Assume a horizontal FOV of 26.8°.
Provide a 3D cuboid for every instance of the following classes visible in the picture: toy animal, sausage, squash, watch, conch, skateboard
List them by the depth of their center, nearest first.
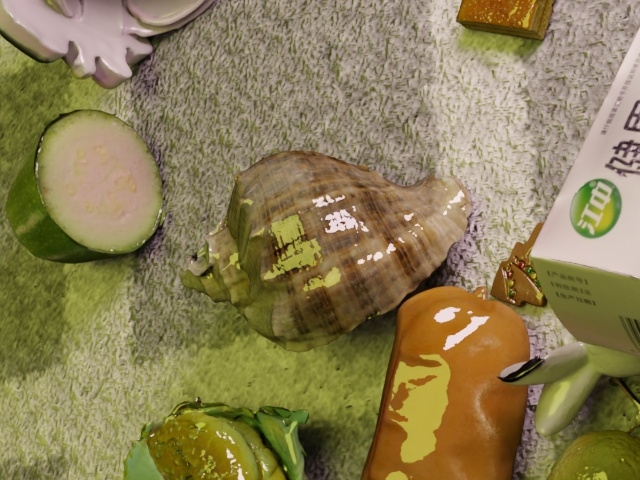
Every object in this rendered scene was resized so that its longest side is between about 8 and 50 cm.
[{"bbox_3d":[0.248,0.078,1.135,0.182,0.127,0.131,-14,109,31],"label":"toy animal"},{"bbox_3d":[0.249,0.164,1.175,0.083,0.032,0.064,-48,47,12],"label":"skateboard"},{"bbox_3d":[0.112,0.157,1.211,0.136,0.120,0.241,9,84,2],"label":"sausage"},{"bbox_3d":[-0.011,-0.012,1.296,0.291,0.210,0.159,-28,107,16],"label":"conch"},{"bbox_3d":[-0.229,-0.303,1.488,0.231,0.244,0.196,-36,60,30],"label":"watch"},{"bbox_3d":[-0.269,-0.048,1.508,0.123,0.170,0.170,-31,61,44],"label":"squash"}]

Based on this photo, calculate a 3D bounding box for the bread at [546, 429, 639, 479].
[{"bbox_3d":[0.265,0.207,1.112,0.149,0.065,0.187,35,102,23],"label":"bread"}]

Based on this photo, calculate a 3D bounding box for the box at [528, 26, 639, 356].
[{"bbox_3d":[0.319,-0.067,1.059,0.173,0.145,0.332,15,66,35],"label":"box"}]

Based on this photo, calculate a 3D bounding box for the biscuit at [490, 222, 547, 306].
[{"bbox_3d":[0.196,0.029,1.252,0.092,0.016,0.082,-26,65,24],"label":"biscuit"}]

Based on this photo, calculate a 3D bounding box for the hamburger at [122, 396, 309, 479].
[{"bbox_3d":[-0.093,0.248,1.319,0.235,0.125,0.214,-41,68,35],"label":"hamburger"}]

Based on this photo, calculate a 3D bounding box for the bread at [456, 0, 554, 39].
[{"bbox_3d":[0.187,-0.249,1.319,0.090,0.035,0.094,17,87,36],"label":"bread"}]
